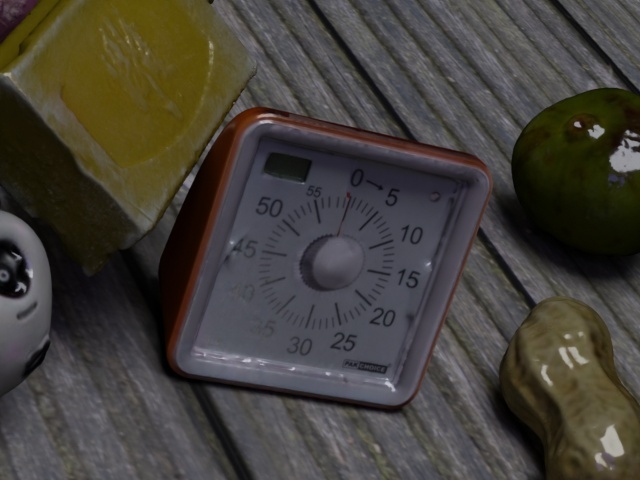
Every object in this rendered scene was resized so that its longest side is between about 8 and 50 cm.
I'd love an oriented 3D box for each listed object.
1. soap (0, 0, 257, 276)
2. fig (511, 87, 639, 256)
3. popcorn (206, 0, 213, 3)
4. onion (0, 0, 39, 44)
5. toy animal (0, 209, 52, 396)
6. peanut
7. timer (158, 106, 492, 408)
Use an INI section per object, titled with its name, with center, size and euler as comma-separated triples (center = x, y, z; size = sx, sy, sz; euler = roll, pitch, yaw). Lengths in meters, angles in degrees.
[soap]
center = -0.184, -0.133, 1.626
size = 0.199, 0.091, 0.315
euler = 52, 35, -16
[fig]
center = 0.334, -0.062, 2.130
size = 0.203, 0.203, 0.225
euler = 57, 0, 41
[popcorn]
center = -0.203, -0.290, 2.118
size = 0.135, 0.162, 0.141
euler = -31, 30, -17
[onion]
center = -0.317, -0.296, 1.861
size = 0.358, 0.345, 0.358
euler = 55, 7, -10
[toy animal]
center = -0.319, 0.032, 1.470
size = 0.187, 0.165, 0.235
euler = -22, 50, -23
[peanut]
center = 0.243, 0.157, 1.764
size = 0.125, 0.111, 0.274
euler = 9, 34, -19
[timer]
center = 0.000, 0.000, 1.681
size = 0.257, 0.250, 0.161
euler = 11, 33, -24
